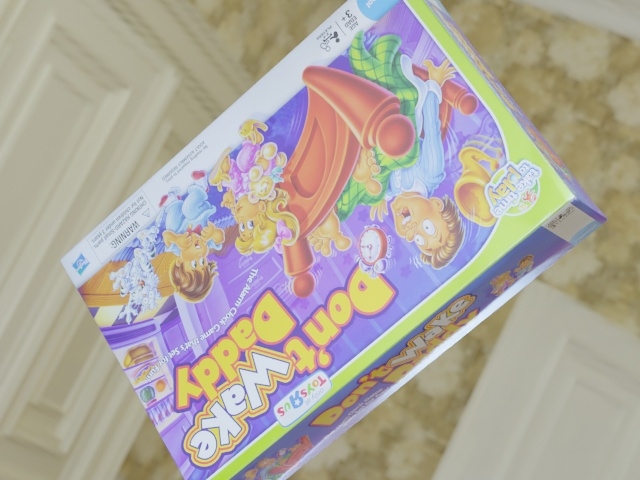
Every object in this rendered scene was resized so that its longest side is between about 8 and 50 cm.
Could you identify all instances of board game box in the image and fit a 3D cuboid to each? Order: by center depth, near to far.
[{"bbox_3d":[0.000,0.000,1.143,0.233,0.347,0.078,56,15,25],"label":"board game box"}]
